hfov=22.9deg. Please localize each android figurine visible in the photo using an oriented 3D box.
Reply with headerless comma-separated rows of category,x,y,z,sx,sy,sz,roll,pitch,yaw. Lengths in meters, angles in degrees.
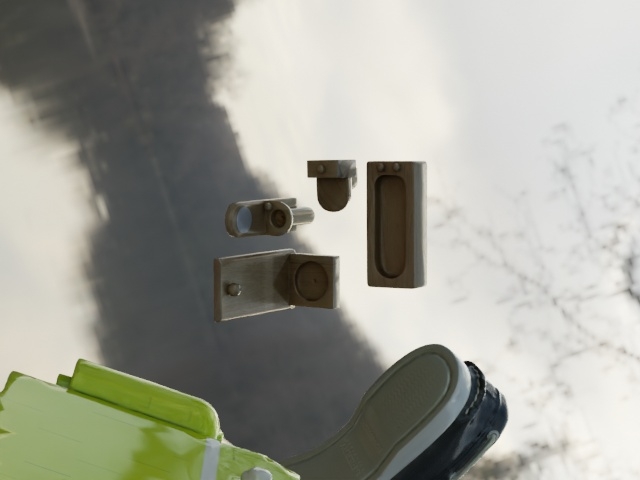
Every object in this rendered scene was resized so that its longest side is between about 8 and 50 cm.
android figurine,-0.100,0.139,0.823,0.248,0.273,0.056,-85,-166,-74

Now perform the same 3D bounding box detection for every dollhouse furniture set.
dollhouse furniture set,0.000,0.000,1.415,0.123,0.151,0.144,-7,98,-57

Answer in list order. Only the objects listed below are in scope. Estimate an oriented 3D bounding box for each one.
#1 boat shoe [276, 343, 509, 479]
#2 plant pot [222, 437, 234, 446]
boat shoe,0.029,0.214,1.326,0.091,0.302,0.114,38,22,-35
plant pot,-0.102,0.323,1.643,0.212,0.212,0.187,38,6,3
